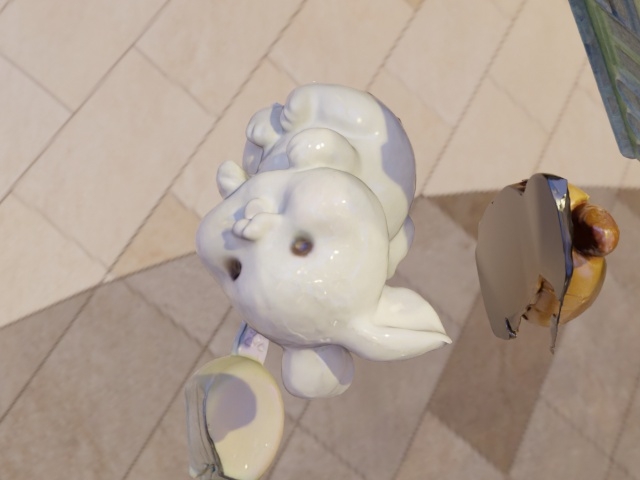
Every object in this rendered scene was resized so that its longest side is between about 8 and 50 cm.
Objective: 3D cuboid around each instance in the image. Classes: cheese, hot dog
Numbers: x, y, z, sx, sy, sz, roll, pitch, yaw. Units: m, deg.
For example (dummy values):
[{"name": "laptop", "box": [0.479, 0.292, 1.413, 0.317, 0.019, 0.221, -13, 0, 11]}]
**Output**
[{"name": "cheese", "box": [-0.073, 0.124, 1.166, 0.092, 0.048, 0.171, 3, 87, -43]}, {"name": "hot dog", "box": [0.272, 0.021, 1.551, 0.107, 0.326, 0.194, -12, 89, -10]}]

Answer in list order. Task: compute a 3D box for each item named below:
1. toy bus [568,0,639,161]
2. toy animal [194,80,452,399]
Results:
[{"name": "toy bus", "box": [0.266, -0.136, 0.872, 0.190, 0.152, 0.312, 54, -1, 41]}, {"name": "toy animal", "box": [0.006, -0.001, 0.951, 0.178, 0.127, 0.193, 45, 34, -39]}]
